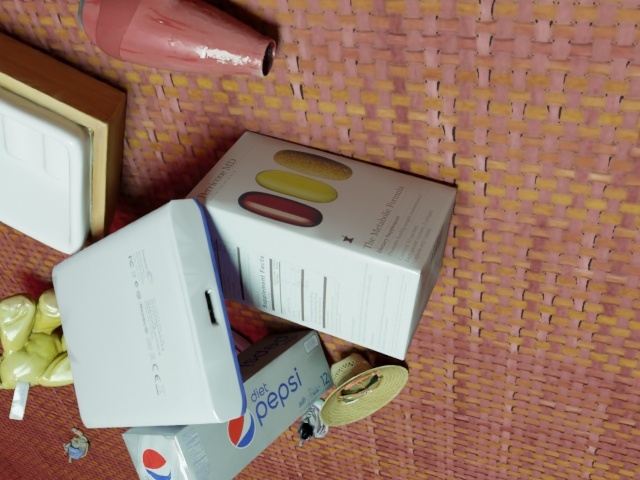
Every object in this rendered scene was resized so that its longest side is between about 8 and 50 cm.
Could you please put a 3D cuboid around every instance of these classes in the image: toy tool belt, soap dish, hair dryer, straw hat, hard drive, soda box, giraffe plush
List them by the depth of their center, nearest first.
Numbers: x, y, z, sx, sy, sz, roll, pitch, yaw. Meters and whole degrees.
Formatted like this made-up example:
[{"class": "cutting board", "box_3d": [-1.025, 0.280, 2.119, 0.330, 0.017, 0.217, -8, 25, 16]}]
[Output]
[{"class": "hair dryer", "box_3d": [-0.155, -0.253, 0.615, 0.224, 0.080, 0.293, -26, 115, 42]}, {"class": "hard drive", "box_3d": [-0.203, 0.097, 0.757, 0.319, 0.040, 0.210, -19, 83, 48]}, {"class": "soap dish", "box_3d": [-0.370, -0.130, 0.824, 0.291, 0.118, 0.228, 26, 138, 4]}, {"class": "soda box", "box_3d": [-0.104, 0.213, 0.878, 0.098, 0.286, 0.091, -12, 101, 37]}, {"class": "straw hat", "box_3d": [0.046, 0.188, 0.940, 0.061, 0.145, 0.144, 57, 151, 34]}, {"class": "giraffe plush", "box_3d": [-0.470, 0.180, 1.167, 0.181, 0.210, 0.170, 29, 173, -16]}, {"class": "toy tool belt", "box_3d": [-0.551, 0.463, 1.547, 0.052, 0.051, 0.083, 23, 137, 8]}]

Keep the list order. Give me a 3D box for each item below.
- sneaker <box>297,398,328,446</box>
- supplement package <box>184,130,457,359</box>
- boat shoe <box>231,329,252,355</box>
[{"class": "sneaker", "box_3d": [-0.017, 0.297, 1.078, 0.038, 0.069, 0.098, 10, 134, 21]}, {"class": "supplement package", "box_3d": [0.000, 0.000, 0.728, 0.244, 0.139, 0.133, 17, 135, 15]}, {"class": "boat shoe", "box_3d": [-0.209, 0.135, 1.022, 0.226, 0.075, 0.083, 28, 138, 2]}]
